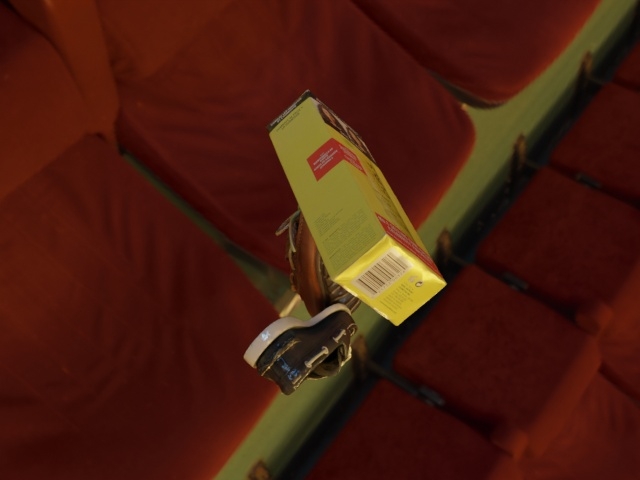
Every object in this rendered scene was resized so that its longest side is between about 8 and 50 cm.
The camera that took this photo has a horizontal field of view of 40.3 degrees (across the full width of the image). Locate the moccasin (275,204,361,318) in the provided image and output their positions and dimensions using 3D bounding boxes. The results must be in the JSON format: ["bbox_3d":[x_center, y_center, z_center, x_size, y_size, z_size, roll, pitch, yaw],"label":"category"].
[{"bbox_3d":[0.002,-0.002,1.354,0.139,0.147,0.380,-42,159,-16],"label":"moccasin"}]

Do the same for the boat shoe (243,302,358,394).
[{"bbox_3d":[-0.008,0.166,1.287,0.114,0.091,0.303,-51,163,21],"label":"boat shoe"}]

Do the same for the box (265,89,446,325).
[{"bbox_3d":[0.023,-0.036,0.746,0.058,0.232,0.087,-41,127,15],"label":"box"}]
